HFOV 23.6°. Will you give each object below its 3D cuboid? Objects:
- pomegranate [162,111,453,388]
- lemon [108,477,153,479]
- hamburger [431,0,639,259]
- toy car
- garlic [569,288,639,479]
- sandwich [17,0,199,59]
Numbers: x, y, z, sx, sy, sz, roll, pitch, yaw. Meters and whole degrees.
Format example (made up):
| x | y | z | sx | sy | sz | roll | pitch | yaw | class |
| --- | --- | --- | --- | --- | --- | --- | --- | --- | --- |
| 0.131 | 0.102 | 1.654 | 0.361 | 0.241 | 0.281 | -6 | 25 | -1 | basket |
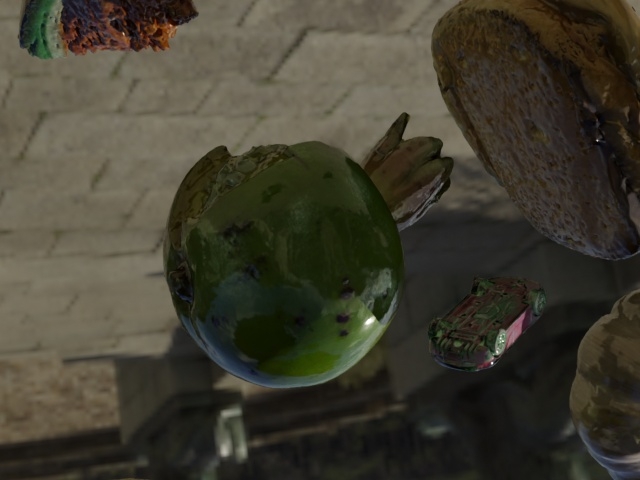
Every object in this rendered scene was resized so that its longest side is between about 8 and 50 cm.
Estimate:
| x | y | z | sx | sy | sz | roll | pitch | yaw | class |
| --- | --- | --- | --- | --- | --- | --- | --- | --- | --- |
| 0.000 | 0.000 | 1.393 | 0.302 | 0.236 | 0.236 | -28 | 173 | -29 | pomegranate |
| -0.144 | 0.317 | 1.222 | 0.267 | 0.267 | 0.267 | -8 | 162 | -3 | lemon |
| 0.258 | -0.131 | 1.553 | 0.174 | 0.304 | 0.284 | -37 | -155 | -8 | hamburger |
| 0.152 | 0.076 | 1.375 | 0.069 | 0.055 | 0.142 | 9 | -151 | 32 | toy car |
| 0.341 | 0.141 | 1.515 | 0.228 | 0.228 | 0.152 | 4 | -169 | -33 | garlic |
| -0.194 | -0.235 | 1.419 | 0.160 | 0.109 | 0.185 | 20 | 150 | -11 | sandwich |
